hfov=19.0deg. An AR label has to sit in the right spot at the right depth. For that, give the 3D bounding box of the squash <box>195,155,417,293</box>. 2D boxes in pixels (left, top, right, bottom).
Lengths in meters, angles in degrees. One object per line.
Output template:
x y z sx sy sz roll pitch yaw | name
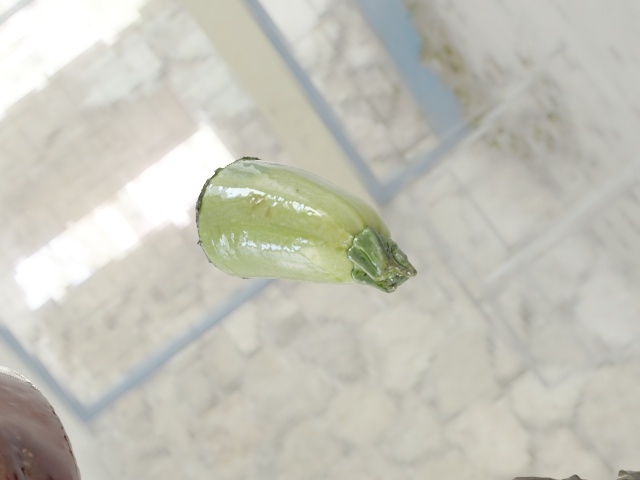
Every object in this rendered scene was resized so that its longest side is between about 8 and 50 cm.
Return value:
0.000 0.000 1.343 0.094 0.094 0.224 54 162 -27 | squash

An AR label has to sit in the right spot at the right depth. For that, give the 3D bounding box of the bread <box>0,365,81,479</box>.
-0.224 0.188 0.865 0.114 0.328 0.295 20 -120 -28 | bread

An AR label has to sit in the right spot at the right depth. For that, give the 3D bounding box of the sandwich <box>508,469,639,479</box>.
0.196 0.173 0.819 0.245 0.063 0.212 4 151 28 | sandwich
